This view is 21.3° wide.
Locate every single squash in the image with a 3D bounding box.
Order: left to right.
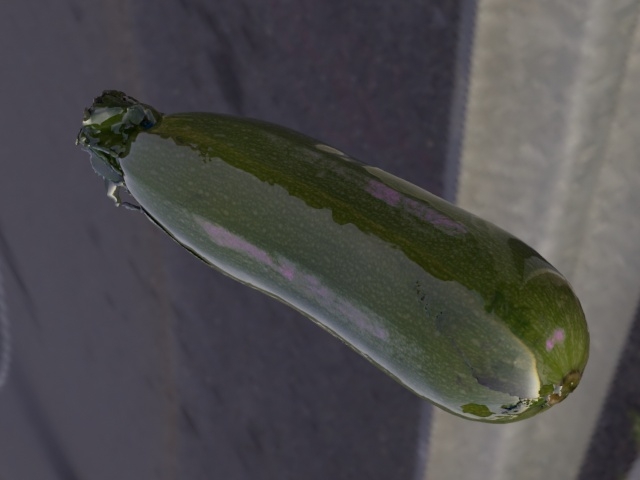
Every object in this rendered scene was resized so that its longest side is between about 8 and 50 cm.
[{"bbox_3d":[0.000,0.000,0.469,0.183,0.052,0.052,26,146,39],"label":"squash"}]
